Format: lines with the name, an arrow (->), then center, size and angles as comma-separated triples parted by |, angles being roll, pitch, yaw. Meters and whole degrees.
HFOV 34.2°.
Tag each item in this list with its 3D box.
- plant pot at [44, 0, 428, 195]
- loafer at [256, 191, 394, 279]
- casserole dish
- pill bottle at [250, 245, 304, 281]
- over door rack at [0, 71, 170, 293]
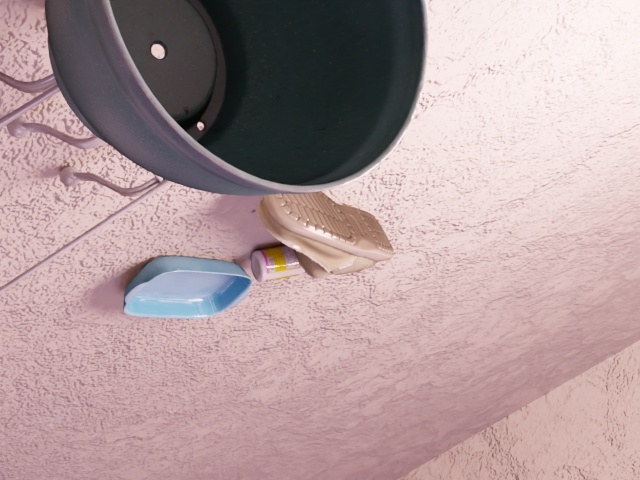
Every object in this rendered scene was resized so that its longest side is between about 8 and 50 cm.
plant pot -> -0.088, -0.164, 0.796 | 0.293, 0.293, 0.196 | 2, 170, -40
loafer -> 0.000, 0.000, 1.323 | 0.092, 0.102, 0.268 | -39, 150, 19
casserole dish -> -0.177, 0.060, 1.371 | 0.188, 0.037, 0.114 | 6, 142, -45
pill bottle -> -0.049, 0.029, 1.403 | 0.083, 0.043, 0.043 | -9, 151, -24
over door rack -> -0.291, -0.051, 0.966 | 0.324, 0.108, 0.239 | -43, 154, -5
